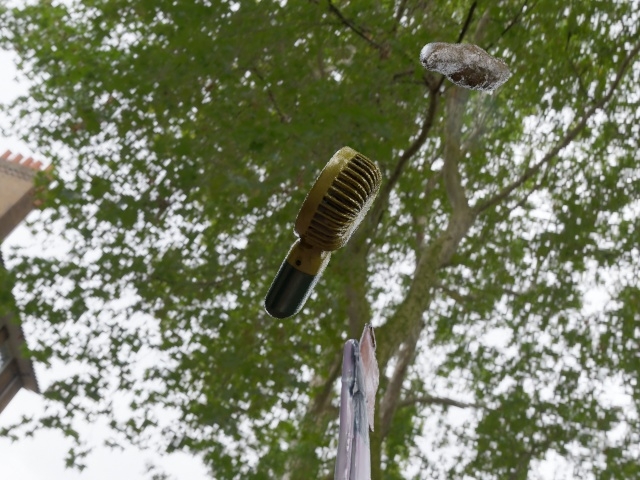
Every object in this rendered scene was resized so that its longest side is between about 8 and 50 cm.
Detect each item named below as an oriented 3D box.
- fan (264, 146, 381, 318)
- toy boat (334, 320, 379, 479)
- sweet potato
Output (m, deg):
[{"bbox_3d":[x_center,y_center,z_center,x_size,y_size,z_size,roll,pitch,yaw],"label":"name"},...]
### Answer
[{"bbox_3d":[0.000,0.000,0.613,0.039,0.082,0.155,32,-68,8],"label":"fan"},{"bbox_3d":[0.004,0.207,0.325,0.072,0.318,0.219,-1,-54,8],"label":"toy boat"},{"bbox_3d":[0.206,-0.247,1.085,0.067,0.274,0.067,4,-84,38],"label":"sweet potato"}]
